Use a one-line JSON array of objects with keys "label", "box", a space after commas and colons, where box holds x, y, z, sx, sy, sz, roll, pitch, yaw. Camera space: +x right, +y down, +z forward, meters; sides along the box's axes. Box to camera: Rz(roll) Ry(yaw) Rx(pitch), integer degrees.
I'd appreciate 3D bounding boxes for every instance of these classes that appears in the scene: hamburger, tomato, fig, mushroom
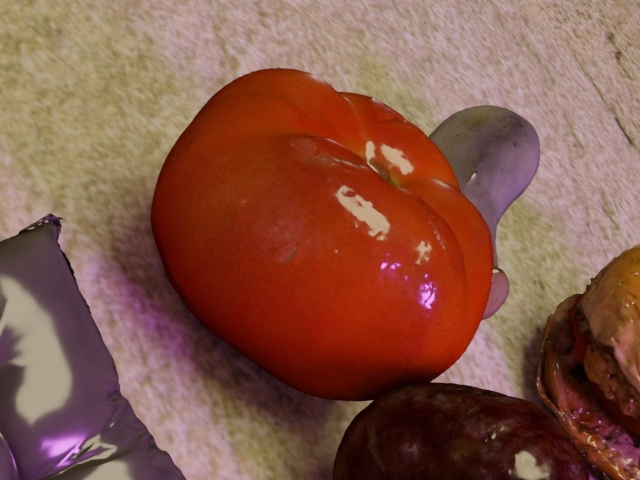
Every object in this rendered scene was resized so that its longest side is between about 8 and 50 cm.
[{"label": "hamburger", "box": [0.316, 0.119, 1.279, 0.244, 0.163, 0.244, 32, 34, -25]}, {"label": "tomato", "box": [0.001, -0.002, 1.002, 0.260, 0.180, 0.259, 30, 29, -19]}, {"label": "fig", "box": [0.114, 0.181, 0.984, 0.274, 0.170, 0.145, 30, 64, -67]}, {"label": "mushroom", "box": [0.138, -0.036, 1.321, 0.118, 0.103, 0.270, 34, 41, -10]}]

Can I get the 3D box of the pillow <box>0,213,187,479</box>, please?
[{"label": "pillow", "box": [-0.185, 0.147, 0.579, 0.326, 0.101, 0.228, -30, 92, -49]}]
